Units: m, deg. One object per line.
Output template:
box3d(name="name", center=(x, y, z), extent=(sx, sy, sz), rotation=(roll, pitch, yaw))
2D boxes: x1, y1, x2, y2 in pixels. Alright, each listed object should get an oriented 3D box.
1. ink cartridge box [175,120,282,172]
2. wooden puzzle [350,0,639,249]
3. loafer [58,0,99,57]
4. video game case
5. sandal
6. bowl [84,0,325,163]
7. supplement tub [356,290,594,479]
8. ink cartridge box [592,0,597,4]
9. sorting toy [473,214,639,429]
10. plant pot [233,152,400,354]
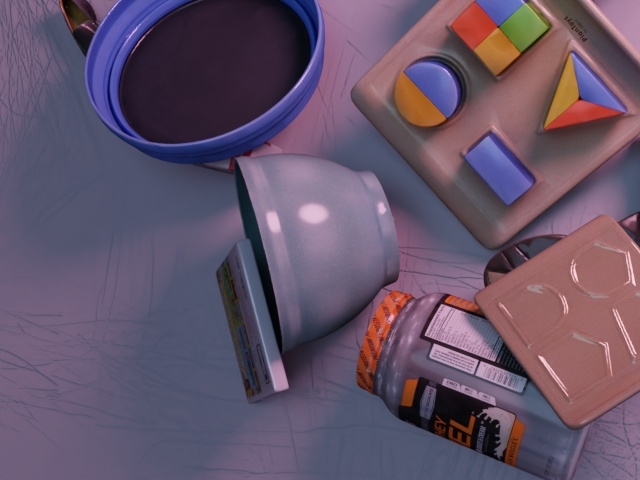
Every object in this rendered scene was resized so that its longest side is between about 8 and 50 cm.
box3d(name="ink cartridge box", center=(-0.155, -0.144, 1.438), extent=(0.151, 0.109, 0.063), rotation=(15, 90, 21))
box3d(name="wooden puzzle", center=(0.249, -0.194, 1.228), extent=(0.322, 0.080, 0.348), rotation=(48, 118, 1))
box3d(name="loafer", center=(-0.418, -0.368, 1.580), extent=(0.062, 0.061, 0.170), rotation=(-39, 74, 12))
box3d(name="video game case", center=(-0.109, 0.130, 1.360), extent=(0.026, 0.206, 0.227), rotation=(-12, 79, -19))
box3d(name="sandal", center=(0.382, 0.040, 1.247), extent=(0.303, 0.086, 0.120), rotation=(-15, 74, 3))
box3d(name="bowl", center=(-0.180, -0.292, 1.411), extent=(0.391, 0.077, 0.391), rotation=(-6, 61, 11))
box3d(name="supplement tub", center=(0.222, 0.190, 1.226), extent=(0.316, 0.193, 0.193), rotation=(19, 92, 21))
box3d(name="ink cartridge box", center=(0.294, -0.400, 1.279), extent=(0.208, 0.153, 0.086), rotation=(8, 88, 19))
box3d(name="sorting toy", center=(0.379, 0.074, 1.116), extent=(0.307, 0.041, 0.229), rotation=(-32, 55, -1))
box3d(name="plant pot", center=(0.000, 0.000, 1.301), extent=(0.196, 0.293, 0.293), rotation=(-14, 79, -9))
